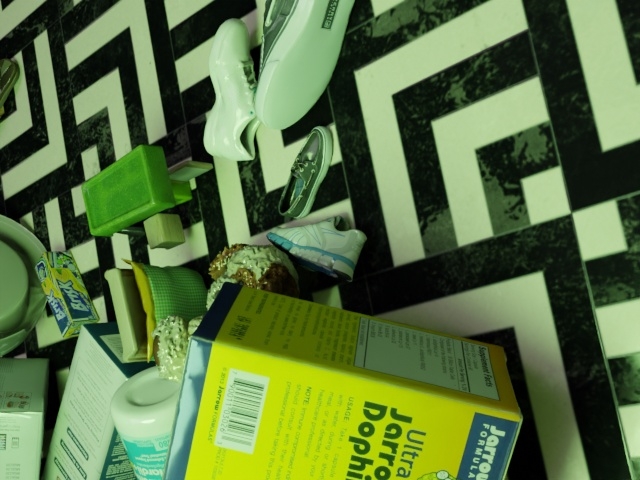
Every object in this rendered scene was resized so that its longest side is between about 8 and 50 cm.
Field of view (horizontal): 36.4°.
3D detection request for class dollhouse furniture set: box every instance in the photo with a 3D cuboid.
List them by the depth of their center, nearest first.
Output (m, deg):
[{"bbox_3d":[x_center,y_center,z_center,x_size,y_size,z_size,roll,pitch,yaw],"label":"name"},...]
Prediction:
[{"bbox_3d":[-0.220,0.027,1.499,0.151,0.197,0.301,-24,74,33],"label":"dollhouse furniture set"}]

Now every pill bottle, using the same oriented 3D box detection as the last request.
[{"bbox_3d":[-0.215,0.331,1.492,0.146,0.146,0.264,13,128,45],"label":"pill bottle"}]

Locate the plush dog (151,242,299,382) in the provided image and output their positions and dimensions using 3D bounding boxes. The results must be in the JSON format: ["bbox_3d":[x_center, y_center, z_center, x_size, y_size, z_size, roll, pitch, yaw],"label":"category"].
[{"bbox_3d":[-0.095,0.116,1.367,0.262,0.211,0.225,22,100,58],"label":"plush dog"}]

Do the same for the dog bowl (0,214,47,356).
[{"bbox_3d":[-0.702,0.093,1.899,0.348,0.349,0.102,56,140,28],"label":"dog bowl"}]

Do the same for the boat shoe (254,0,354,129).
[{"bbox_3d":[-0.032,-0.305,1.346,0.102,0.108,0.301,35,113,39],"label":"boat shoe"}]

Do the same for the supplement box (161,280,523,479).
[{"bbox_3d":[0.025,0.202,1.113,0.357,0.194,0.195,13,106,2],"label":"supplement box"}]

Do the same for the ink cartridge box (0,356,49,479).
[{"bbox_3d":[-0.590,0.394,1.837,0.309,0.130,0.271,-142,57,-73],"label":"ink cartridge box"}]

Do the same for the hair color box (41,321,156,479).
[{"bbox_3d":[-0.381,0.334,1.729,0.174,0.105,0.347,39,118,40],"label":"hair color box"}]

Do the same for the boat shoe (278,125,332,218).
[{"bbox_3d":[-0.022,-0.095,1.389,0.049,0.040,0.142,35,116,40],"label":"boat shoe"}]

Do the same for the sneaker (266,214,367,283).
[{"bbox_3d":[0.000,0.000,1.365,0.191,0.071,0.083,19,74,50],"label":"sneaker"}]

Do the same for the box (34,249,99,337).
[{"bbox_3d":[-0.486,0.101,1.862,0.054,0.059,0.169,-52,57,37],"label":"box"}]

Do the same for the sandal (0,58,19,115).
[{"bbox_3d":[-0.702,-0.298,2.076,0.219,0.060,0.090,-46,65,20],"label":"sandal"}]

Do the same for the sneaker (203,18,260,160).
[{"bbox_3d":[-0.115,-0.224,1.468,0.094,0.080,0.212,17,111,32],"label":"sneaker"}]

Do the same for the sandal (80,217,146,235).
[{"bbox_3d":[-0.374,-0.036,1.740,0.179,0.067,0.040,11,88,48],"label":"sandal"}]
